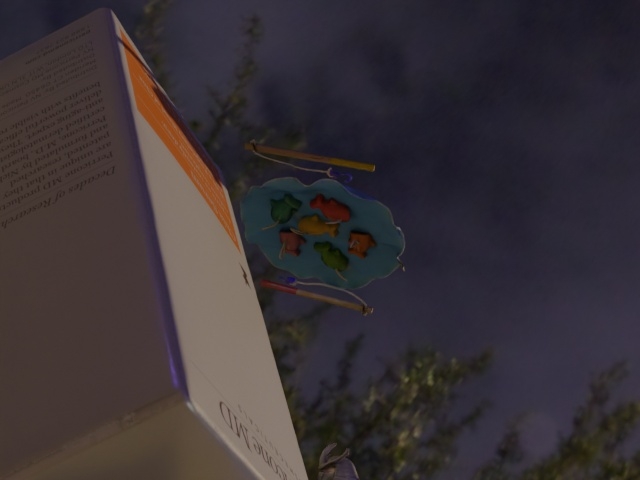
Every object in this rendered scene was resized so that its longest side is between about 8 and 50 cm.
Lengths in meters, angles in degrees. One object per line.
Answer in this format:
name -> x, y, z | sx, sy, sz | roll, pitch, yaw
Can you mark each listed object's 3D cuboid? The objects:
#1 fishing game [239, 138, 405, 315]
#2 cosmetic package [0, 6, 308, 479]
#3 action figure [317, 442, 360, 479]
fishing game -> 0.000, 0.000, 1.353 | 0.189, 0.041, 0.264 | 14, -36, 7
cosmetic package -> -0.155, 0.045, 0.988 | 0.161, 0.453, 0.230 | -26, -46, 7
action figure -> -0.008, 0.325, 1.162 | 0.099, 0.285, 0.185 | 17, -22, -16
